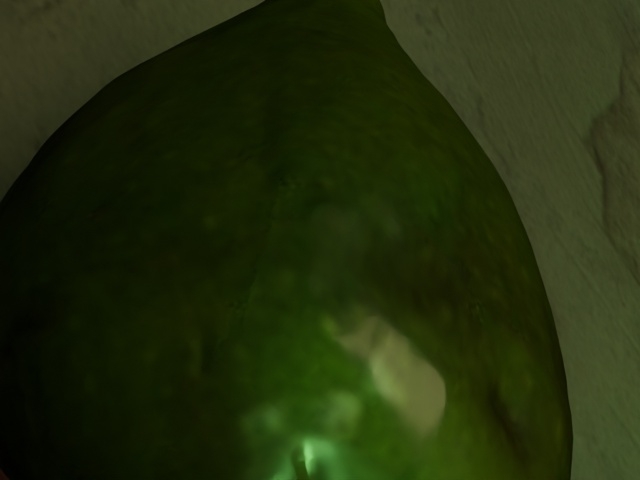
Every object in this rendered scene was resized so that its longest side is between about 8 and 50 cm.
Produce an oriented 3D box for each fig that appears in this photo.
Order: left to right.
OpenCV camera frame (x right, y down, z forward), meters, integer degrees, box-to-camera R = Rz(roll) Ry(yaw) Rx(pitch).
[{"bbox_3d":[-0.005,0.030,0.633,0.233,0.233,0.314,54,28,-13],"label":"fig"}]

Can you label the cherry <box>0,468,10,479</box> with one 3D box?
[{"bbox_3d":[-0.138,0.154,0.406,0.206,0.239,0.239,-34,98,-17],"label":"cherry"}]
